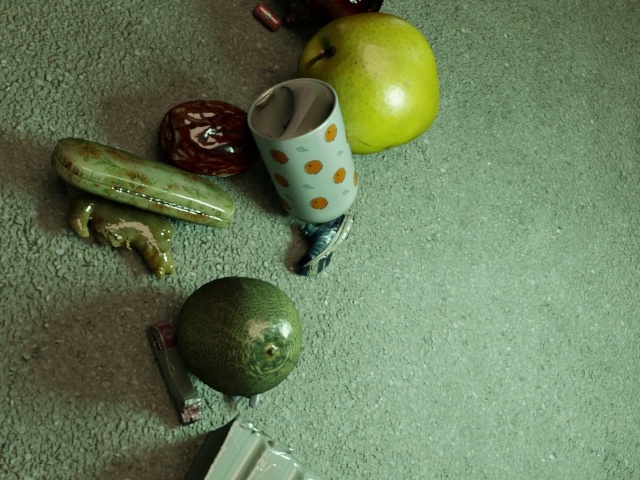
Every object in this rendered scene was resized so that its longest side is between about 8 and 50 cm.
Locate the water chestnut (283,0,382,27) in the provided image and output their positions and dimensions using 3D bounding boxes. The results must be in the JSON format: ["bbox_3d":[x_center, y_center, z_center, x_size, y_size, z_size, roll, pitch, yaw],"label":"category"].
[{"bbox_3d":[0.009,-0.706,2.003,0.350,0.302,0.350,43,23,-24],"label":"water chestnut"}]

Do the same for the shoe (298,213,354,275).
[{"bbox_3d":[0.000,0.000,1.862,0.106,0.091,0.207,29,63,8],"label":"shoe"}]

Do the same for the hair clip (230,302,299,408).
[{"bbox_3d":[-0.133,0.244,1.696,0.137,0.090,0.278,17,56,15],"label":"hair clip"}]

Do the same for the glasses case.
[{"bbox_3d":[-0.377,-0.122,1.609,0.425,0.098,0.156,16,22,-39],"label":"glasses case"}]

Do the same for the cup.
[{"bbox_3d":[-0.027,-0.198,1.763,0.212,0.212,0.317,-59,148,-30],"label":"cup"}]

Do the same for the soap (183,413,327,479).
[{"bbox_3d":[-0.171,0.630,1.463,0.350,0.213,0.435,40,58,-15],"label":"soap"}]

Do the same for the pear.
[{"bbox_3d":[0.130,-0.401,1.896,0.418,0.362,0.362,31,57,-46],"label":"pear"}]

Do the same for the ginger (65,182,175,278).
[{"bbox_3d":[-0.447,-0.045,1.623,0.333,0.080,0.166,38,46,-16],"label":"ginger"}]

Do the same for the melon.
[{"bbox_3d":[-0.175,0.194,1.534,0.248,0.329,0.249,-3,96,-29],"label":"melon"}]

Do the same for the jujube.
[{"bbox_3d":[-0.254,-0.243,1.739,0.243,0.183,0.183,4,71,-43],"label":"jujube"}]

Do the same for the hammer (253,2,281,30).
[{"bbox_3d":[-0.146,-0.614,2.012,0.083,0.043,0.043,42,58,-12],"label":"hammer"}]

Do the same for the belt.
[{"bbox_3d":[-0.313,0.286,1.587,0.053,0.071,0.232,-17,82,-39],"label":"belt"}]
